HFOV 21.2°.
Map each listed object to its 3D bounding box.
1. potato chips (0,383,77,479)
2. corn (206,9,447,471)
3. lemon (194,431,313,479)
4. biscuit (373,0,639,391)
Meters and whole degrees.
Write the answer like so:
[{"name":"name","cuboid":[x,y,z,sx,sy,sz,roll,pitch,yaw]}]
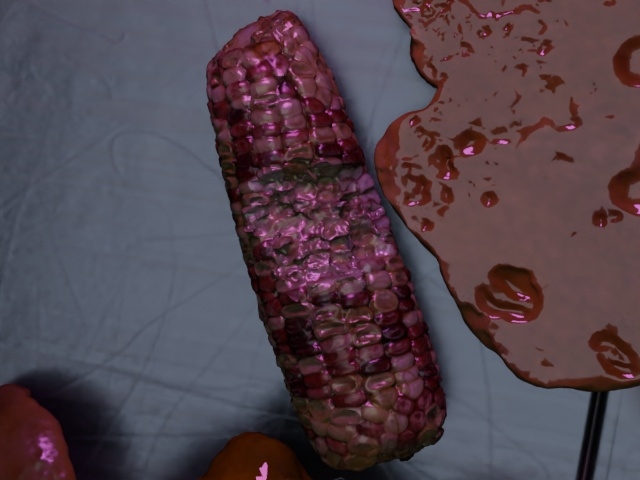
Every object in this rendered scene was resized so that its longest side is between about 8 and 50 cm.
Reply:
[{"name":"potato chips","cuboid":[-0.214,0.195,1.078,0.150,0.049,0.201,32,109,43]},{"name":"corn","cuboid":[0.000,0.000,1.053,0.098,0.098,0.289,-17,91,7]},{"name":"lemon","cuboid":[-0.047,0.273,1.003,0.245,0.245,0.319,3,88,5]},{"name":"biscuit","cuboid":[0.186,-0.041,1.053,0.269,0.051,0.376,-44,89,7]}]
